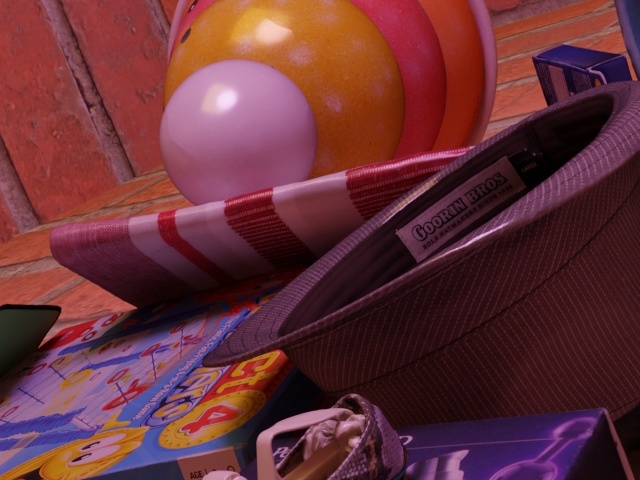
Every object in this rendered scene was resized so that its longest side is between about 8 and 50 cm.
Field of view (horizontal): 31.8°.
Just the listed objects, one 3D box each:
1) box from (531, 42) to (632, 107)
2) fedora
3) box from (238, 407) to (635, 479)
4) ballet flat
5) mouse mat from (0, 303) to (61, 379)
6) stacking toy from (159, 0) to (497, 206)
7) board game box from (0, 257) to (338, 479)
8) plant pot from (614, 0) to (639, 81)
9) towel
[{"bbox_3d":[0.236,-0.090,0.939,0.036,0.136,0.225,-20,13,3],"label":"box"},{"bbox_3d":[0.086,0.033,0.552,0.243,0.124,0.275,-29,7,35],"label":"fedora"},{"bbox_3d":[0.009,0.153,0.353,0.153,0.108,0.207,-13,15,34],"label":"box"},{"bbox_3d":[-0.017,0.082,0.348,0.041,0.041,0.114,-8,19,46],"label":"ballet flat"},{"bbox_3d":[-0.257,0.125,0.804,0.190,0.007,0.152,-58,-5,-2],"label":"mouse mat"},{"bbox_3d":[-0.025,-0.131,0.990,0.350,0.351,0.480,-18,10,14],"label":"stacking toy"},{"bbox_3d":[-0.106,0.120,0.722,0.301,0.086,0.308,-16,13,23],"label":"board game box"},{"bbox_3d":[0.444,-0.227,0.823,0.334,0.341,0.341,-15,11,-12],"label":"plant pot"},{"bbox_3d":[0.000,0.000,0.835,0.328,0.037,0.237,-11,-19,12],"label":"towel"}]
